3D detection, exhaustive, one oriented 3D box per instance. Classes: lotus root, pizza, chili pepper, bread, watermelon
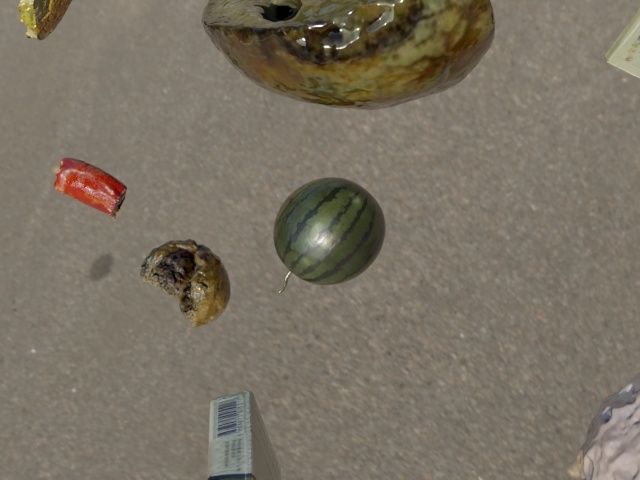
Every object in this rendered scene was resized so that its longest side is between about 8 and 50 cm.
[{"bbox_3d":[0.022,-0.174,0.741,0.210,0.142,0.314,-21,28,9],"label":"lotus root"},{"bbox_3d":[-0.277,-0.280,0.929,0.035,0.099,0.160,29,103,2],"label":"pizza"},{"bbox_3d":[-0.388,-0.092,1.505,0.123,0.073,0.070,28,100,-6],"label":"chili pepper"},{"bbox_3d":[-0.149,0.040,1.032,0.113,0.060,0.082,36,58,20],"label":"bread"},{"bbox_3d":[0.000,0.000,0.869,0.133,0.105,0.105,-47,51,7],"label":"watermelon"}]

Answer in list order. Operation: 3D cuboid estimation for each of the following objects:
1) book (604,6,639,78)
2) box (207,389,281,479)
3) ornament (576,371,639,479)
[{"bbox_3d":[0.432,-0.209,0.922,0.162,0.232,0.022,-59,23,30],"label":"book"},{"bbox_3d":[-0.098,0.343,1.193,0.071,0.168,0.259,-14,26,4],"label":"box"},{"bbox_3d":[0.402,0.261,0.953,0.259,0.259,0.225,24,87,35],"label":"ornament"}]
